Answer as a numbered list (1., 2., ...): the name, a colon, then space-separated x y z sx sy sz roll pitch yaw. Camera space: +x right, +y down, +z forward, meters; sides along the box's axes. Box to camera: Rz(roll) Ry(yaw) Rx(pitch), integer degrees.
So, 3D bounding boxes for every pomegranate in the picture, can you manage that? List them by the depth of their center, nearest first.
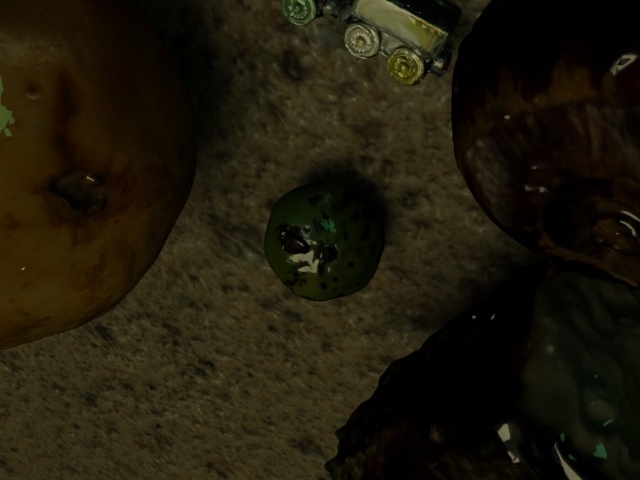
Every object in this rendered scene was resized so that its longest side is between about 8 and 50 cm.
1. pomegranate: -0.320 -0.090 0.844 0.410 0.410 0.410 16 133 18
2. pomegranate: 0.000 0.000 0.918 0.122 0.122 0.161 45 172 -11

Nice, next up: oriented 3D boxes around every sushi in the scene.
1. sushi: 0.203 0.180 0.819 0.281 0.299 0.294 54 134 11

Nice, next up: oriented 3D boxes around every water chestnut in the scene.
1. water chestnut: 0.243 -0.100 0.602 0.300 0.300 0.300 16 133 18

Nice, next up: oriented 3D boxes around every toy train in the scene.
1. toy train: 0.025 -0.205 0.754 0.202 0.060 0.081 30 130 2
